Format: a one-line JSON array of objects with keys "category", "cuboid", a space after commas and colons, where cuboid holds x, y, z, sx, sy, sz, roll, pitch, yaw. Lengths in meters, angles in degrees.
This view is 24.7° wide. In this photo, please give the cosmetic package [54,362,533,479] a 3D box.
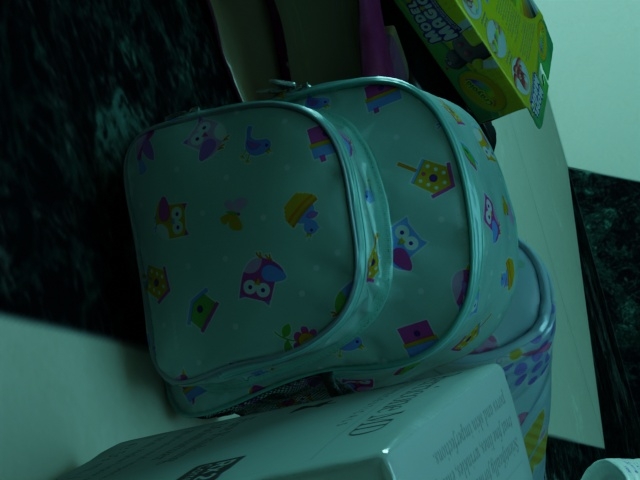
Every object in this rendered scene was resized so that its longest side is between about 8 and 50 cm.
[{"category": "cosmetic package", "cuboid": [-0.016, 0.147, 0.537, 0.151, 0.184, 0.151, -19, 94, -69]}]

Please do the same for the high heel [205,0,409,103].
[{"category": "high heel", "cuboid": [-0.022, -0.135, 0.931, 0.377, 0.127, 0.181, 50, 39, -47]}]

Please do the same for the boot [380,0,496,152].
[{"category": "boot", "cuboid": [0.059, -0.098, 1.205, 0.246, 0.094, 0.207, 55, 32, -24]}]

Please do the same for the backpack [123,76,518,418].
[{"category": "backpack", "cuboid": [0.000, 0.000, 0.742, 0.144, 0.188, 0.166, 28, 51, -70]}]

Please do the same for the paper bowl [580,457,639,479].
[{"category": "paper bowl", "cuboid": [0.278, 0.347, 1.375, 0.284, 0.148, 0.284, -177, -90, -84]}]

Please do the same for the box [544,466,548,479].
[{"category": "box", "cuboid": [0.138, 0.127, 1.323, 0.242, 0.076, 0.307, 60, 22, -44]}]

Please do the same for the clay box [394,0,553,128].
[{"category": "clay box", "cuboid": [0.122, -0.199, 1.221, 0.222, 0.053, 0.127, 51, 37, -32]}]

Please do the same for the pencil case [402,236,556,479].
[{"category": "pencil case", "cuboid": [0.090, 0.109, 0.963, 0.113, 0.124, 0.273, -43, 150, -28]}]
